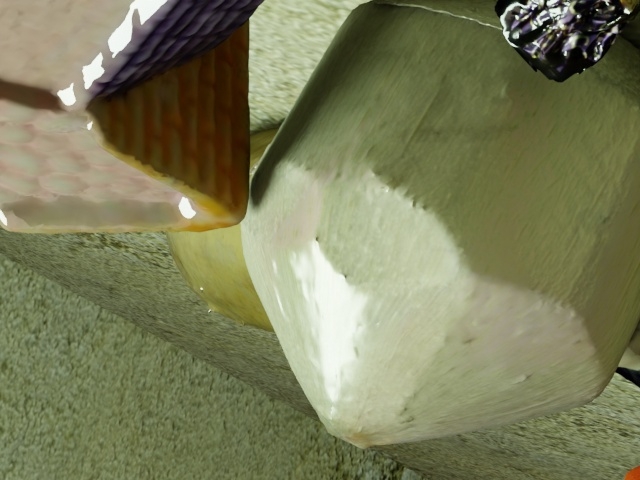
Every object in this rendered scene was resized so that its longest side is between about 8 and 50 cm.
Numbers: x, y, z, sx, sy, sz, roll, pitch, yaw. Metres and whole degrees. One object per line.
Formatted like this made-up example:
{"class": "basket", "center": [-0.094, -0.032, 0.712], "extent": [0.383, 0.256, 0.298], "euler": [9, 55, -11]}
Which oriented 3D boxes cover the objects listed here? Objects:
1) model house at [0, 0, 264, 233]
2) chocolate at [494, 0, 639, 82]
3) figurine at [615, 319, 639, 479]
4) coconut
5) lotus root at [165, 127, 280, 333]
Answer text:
{"class": "model house", "center": [-0.115, -0.140, 0.769], "extent": [0.237, 0.202, 0.237], "euler": [12, 149, -25]}
{"class": "chocolate", "center": [0.125, -0.110, 0.695], "extent": [0.072, 0.070, 0.147], "euler": [-2, 176, -14]}
{"class": "figurine", "center": [0.314, 0.107, 0.992], "extent": [0.306, 0.241, 0.412], "euler": [-7, 140, 15]}
{"class": "coconut", "center": [0.065, -0.005, 0.862], "extent": [0.224, 0.234, 0.224], "euler": [26, 176, 2]}
{"class": "lotus root", "center": [0.000, 0.000, 1.238], "extent": [0.169, 0.151, 0.342], "euler": [28, 171, -25]}
